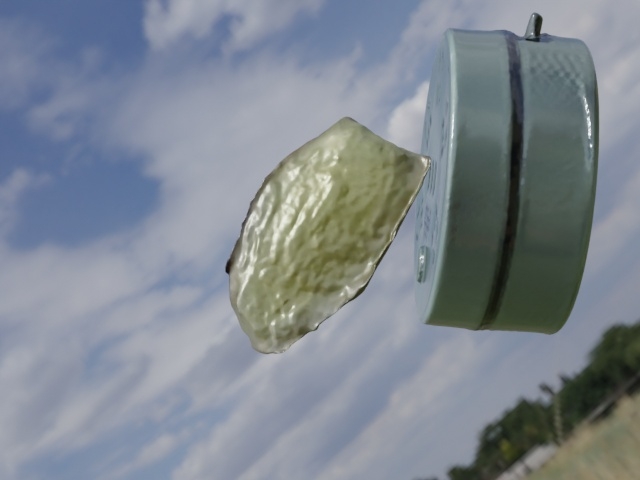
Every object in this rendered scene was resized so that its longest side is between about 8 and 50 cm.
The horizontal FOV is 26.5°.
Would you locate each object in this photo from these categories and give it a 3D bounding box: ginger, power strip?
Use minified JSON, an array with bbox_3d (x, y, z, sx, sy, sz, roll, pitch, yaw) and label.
[{"bbox_3d":[-0.002,0.003,1.069,0.193,0.115,0.122,-55,-9,-6],"label":"ginger"},{"bbox_3d":[0.198,-0.077,1.521,0.357,0.161,0.357,-175,90,-89],"label":"power strip"}]
